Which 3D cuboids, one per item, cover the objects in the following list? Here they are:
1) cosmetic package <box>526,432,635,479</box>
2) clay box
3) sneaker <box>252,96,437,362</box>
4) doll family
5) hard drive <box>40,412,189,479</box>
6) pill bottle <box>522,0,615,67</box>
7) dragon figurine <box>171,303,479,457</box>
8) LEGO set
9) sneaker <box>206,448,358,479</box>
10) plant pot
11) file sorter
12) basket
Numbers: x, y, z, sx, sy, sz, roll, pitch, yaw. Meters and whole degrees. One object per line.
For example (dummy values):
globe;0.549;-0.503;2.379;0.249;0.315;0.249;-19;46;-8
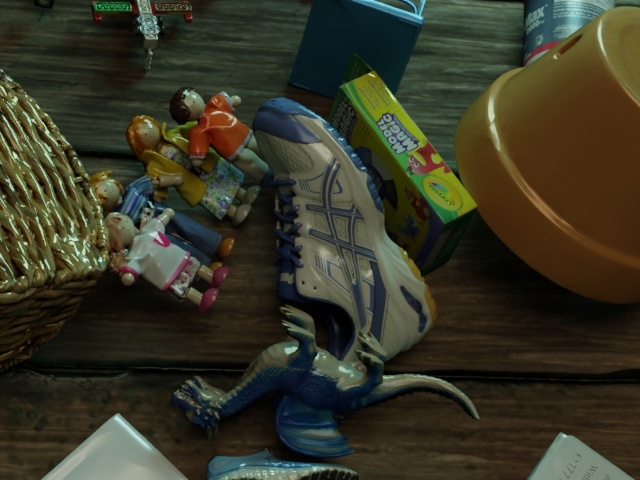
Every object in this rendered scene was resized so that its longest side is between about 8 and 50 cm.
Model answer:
cosmetic package;0.317;0.392;1.582;0.385;0.156;0.217;33;58;8
clay box;0.071;-0.081;1.805;0.053;0.127;0.222;-29;70;-25
sneaker;0.000;0.000;1.711;0.131;0.112;0.296;-34;98;-18
doll family;-0.159;-0.041;1.749;0.163;0.118;0.263;34;58;-13
hard drive;-0.153;0.340;1.577;0.319;0.040;0.210;42;61;12
pill bottle;0.289;-0.255;1.959;0.108;0.108;0.180;9;60;-7
dragon figurine;0.001;0.159;1.668;0.289;0.144;0.085;19;16;-11
LEGO set;-0.214;-0.304;1.926;0.182;0.060;0.244;35;51;12
sneaker;-0.038;0.228;1.648;0.162;0.063;0.073;7;27;-26
plant pot;0.315;-0.106;1.773;0.291;0.203;0.291;20;43;-20
file sorter;0.048;-0.242;1.865;0.118;0.170;0.104;18;57;-2
basket;-0.367;-0.014;1.677;0.213;0.223;0.299;-13;61;-45
